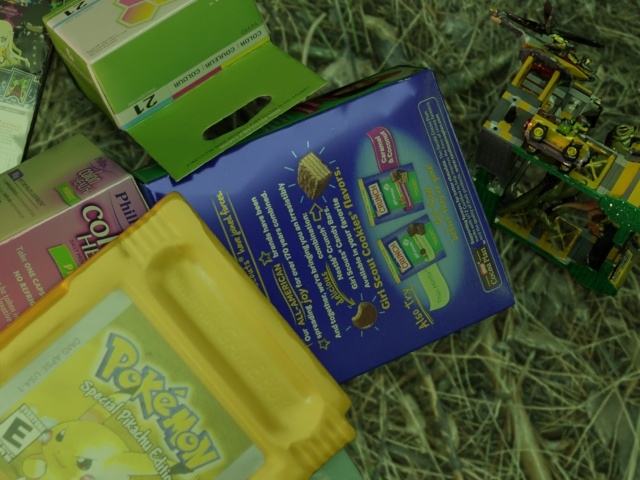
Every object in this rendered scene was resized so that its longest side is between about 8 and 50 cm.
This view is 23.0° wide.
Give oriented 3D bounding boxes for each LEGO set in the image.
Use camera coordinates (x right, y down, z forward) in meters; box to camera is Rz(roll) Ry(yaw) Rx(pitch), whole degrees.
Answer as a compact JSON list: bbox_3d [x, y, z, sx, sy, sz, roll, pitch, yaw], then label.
[{"bbox_3d":[0.278,-0.104,1.610,0.255,0.331,0.192,29,75,18],"label":"LEGO set"}]

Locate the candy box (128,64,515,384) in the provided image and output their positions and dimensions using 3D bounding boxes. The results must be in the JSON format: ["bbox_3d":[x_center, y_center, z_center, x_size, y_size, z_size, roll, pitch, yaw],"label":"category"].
[{"bbox_3d":[0.000,0.000,1.603,0.317,0.122,0.268,-23,101,-12],"label":"candy box"}]

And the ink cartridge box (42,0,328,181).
[{"bbox_3d":[-0.137,-0.190,1.574,0.188,0.255,0.097,-34,129,-12],"label":"ink cartridge box"}]

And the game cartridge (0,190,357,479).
[{"bbox_3d":[-0.164,0.163,1.417,0.323,0.052,0.285,-41,96,-7],"label":"game cartridge"}]

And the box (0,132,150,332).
[{"bbox_3d":[-0.290,0.018,1.522,0.243,0.213,0.117,-29,112,-12],"label":"box"}]

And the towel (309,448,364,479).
[{"bbox_3d":[-0.074,0.351,1.524,0.320,0.090,0.374,-32,107,-13],"label":"towel"}]

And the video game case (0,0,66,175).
[{"bbox_3d":[-0.402,-0.180,1.636,0.232,0.042,0.210,13,79,-7],"label":"video game case"}]
